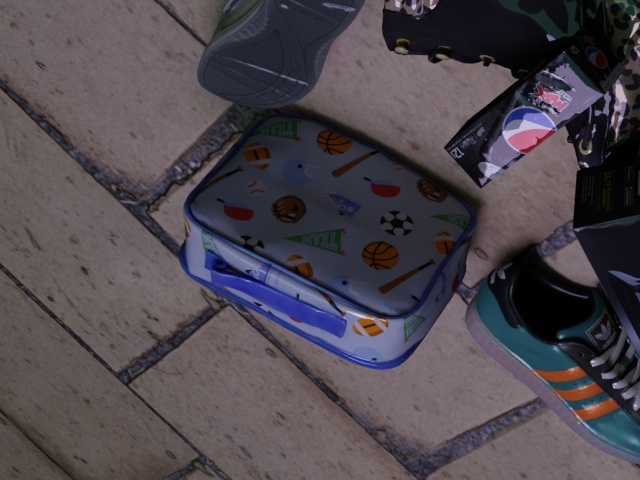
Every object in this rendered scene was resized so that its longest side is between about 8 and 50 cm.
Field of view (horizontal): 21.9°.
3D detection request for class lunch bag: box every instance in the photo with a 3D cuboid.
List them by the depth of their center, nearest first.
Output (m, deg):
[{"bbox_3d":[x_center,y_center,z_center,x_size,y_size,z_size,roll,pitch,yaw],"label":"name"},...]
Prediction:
[{"bbox_3d":[0.000,0.000,1.795,0.303,0.243,0.115,25,139,14],"label":"lunch bag"}]

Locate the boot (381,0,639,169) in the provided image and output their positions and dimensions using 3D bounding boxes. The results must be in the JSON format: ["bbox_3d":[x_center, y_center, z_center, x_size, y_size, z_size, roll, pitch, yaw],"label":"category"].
[{"bbox_3d":[0.208,-0.164,1.556,0.284,0.138,0.377,18,134,21],"label":"boot"}]

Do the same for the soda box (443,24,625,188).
[{"bbox_3d":[0.189,-0.117,1.472,0.053,0.060,0.169,47,133,-4],"label":"soda box"}]

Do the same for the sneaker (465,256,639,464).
[{"bbox_3d":[0.300,0.133,1.803,0.302,0.108,0.121,35,146,6],"label":"sneaker"}]

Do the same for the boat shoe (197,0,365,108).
[{"bbox_3d":[-0.034,-0.238,1.717,0.118,0.103,0.320,23,149,-12],"label":"boat shoe"}]

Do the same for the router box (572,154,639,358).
[{"bbox_3d":[0.395,0.039,1.496,0.243,0.081,0.309,-13,132,24],"label":"router box"}]
